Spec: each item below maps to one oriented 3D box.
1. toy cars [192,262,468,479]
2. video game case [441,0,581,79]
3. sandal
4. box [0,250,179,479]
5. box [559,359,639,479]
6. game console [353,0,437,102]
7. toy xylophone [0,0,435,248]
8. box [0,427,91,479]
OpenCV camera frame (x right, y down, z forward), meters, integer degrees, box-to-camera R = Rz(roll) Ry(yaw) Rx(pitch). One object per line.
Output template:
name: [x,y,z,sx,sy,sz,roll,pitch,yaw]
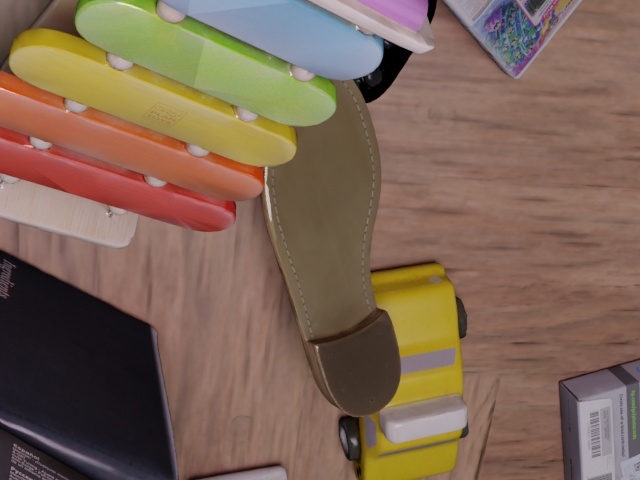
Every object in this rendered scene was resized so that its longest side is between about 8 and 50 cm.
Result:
toy cars: [0.007,0.201,0.706,0.176,0.087,0.393,33,100,-23]
video game case: [0.148,-0.196,0.585,0.157,0.019,0.143,-52,146,9]
sandal: [-0.006,0.002,0.627,0.088,0.079,0.240,-17,104,-24]
box: [-0.331,0.123,0.522,0.395,0.212,0.293,30,100,-23]
box: [0.306,0.169,0.797,0.186,0.038,0.145,-14,114,-8]
game console: [-0.071,-0.228,0.542,0.361,0.044,0.213,33,100,-24]
toy xylophone: [-0.109,-0.094,0.468,0.236,0.323,0.081,14,64,-26]
box: [-0.275,0.197,0.397,0.395,0.097,0.318,38,100,-24]
